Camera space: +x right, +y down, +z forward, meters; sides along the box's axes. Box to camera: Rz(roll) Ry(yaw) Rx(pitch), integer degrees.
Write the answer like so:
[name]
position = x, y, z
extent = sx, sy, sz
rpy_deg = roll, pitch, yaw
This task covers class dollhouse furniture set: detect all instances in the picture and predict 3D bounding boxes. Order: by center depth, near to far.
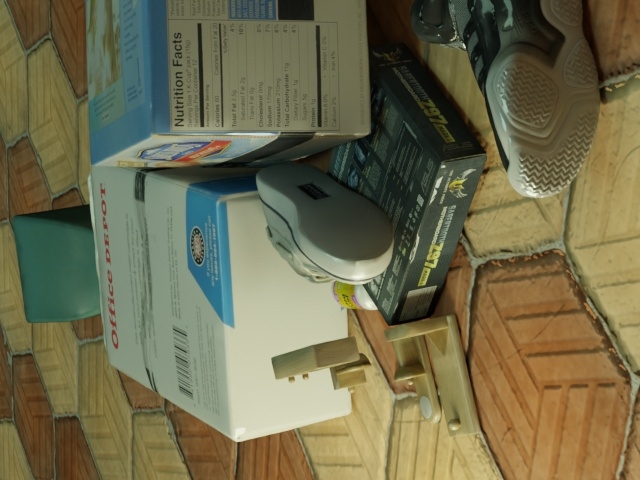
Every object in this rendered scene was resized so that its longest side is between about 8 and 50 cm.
[dollhouse furniture set]
position = 0.055, 0.159, 1.610
extent = 0.144, 0.151, 0.123
rpy_deg = -25, 77, 64

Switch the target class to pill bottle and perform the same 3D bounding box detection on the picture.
[pill bottle]
position = 0.049, 0.054, 1.704
extent = 0.083, 0.043, 0.043
rpy_deg = -1, 98, 63

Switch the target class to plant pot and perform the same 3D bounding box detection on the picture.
[plant pot]
position = -0.320, 0.032, 2.294
extent = 0.234, 0.165, 0.165
rpy_deg = 0, 98, 55

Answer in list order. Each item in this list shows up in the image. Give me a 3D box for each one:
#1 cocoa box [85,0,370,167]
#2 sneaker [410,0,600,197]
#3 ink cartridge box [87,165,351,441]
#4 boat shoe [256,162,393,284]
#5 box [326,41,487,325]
[cocoa box]
position = -0.112, -0.202, 1.652
extent = 0.347, 0.228, 0.231
rpy_deg = 173, 95, -72
[sneaker]
position = 0.158, -0.164, 1.366
extent = 0.153, 0.101, 0.268
rpy_deg = -15, 80, 64
[ink cartridge box]
position = -0.131, 0.047, 1.915
extent = 0.395, 0.166, 0.285
rpy_deg = 19, 114, 59
[boat shoe]
position = 0.000, 0.000, 1.599
extent = 0.267, 0.096, 0.088
rpy_deg = -142, 44, -57
[box]
position = 0.078, -0.057, 1.594
extent = 0.183, 0.059, 0.232
rpy_deg = 57, 146, 38
